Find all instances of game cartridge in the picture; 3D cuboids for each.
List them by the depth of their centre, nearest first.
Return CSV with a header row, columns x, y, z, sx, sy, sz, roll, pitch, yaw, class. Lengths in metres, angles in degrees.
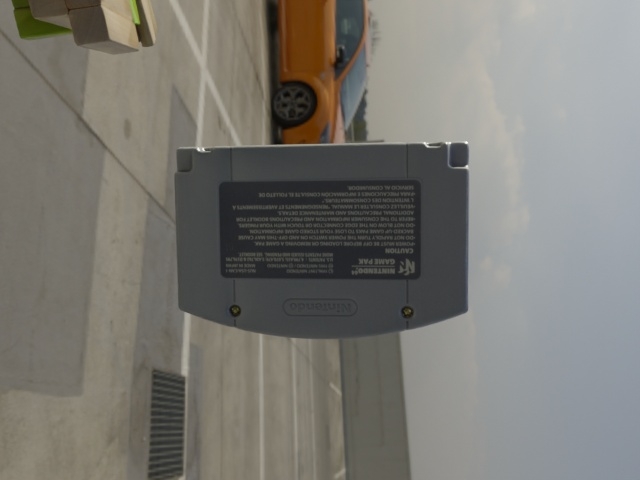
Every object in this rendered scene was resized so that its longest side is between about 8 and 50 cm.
x,y,z,sx,sy,sz,roll,pitch,yaw,class
0.000,0.000,0.615,0.062,0.297,0.198,-53,143,-79,game cartridge

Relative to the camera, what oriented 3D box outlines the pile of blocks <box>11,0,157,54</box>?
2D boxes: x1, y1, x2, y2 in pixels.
x,y,z,sx,sy,sz,roll,pitch,yaw,class
-0.203,-0.239,0.481,0.362,0.112,0.149,-101,-177,-51,pile of blocks
